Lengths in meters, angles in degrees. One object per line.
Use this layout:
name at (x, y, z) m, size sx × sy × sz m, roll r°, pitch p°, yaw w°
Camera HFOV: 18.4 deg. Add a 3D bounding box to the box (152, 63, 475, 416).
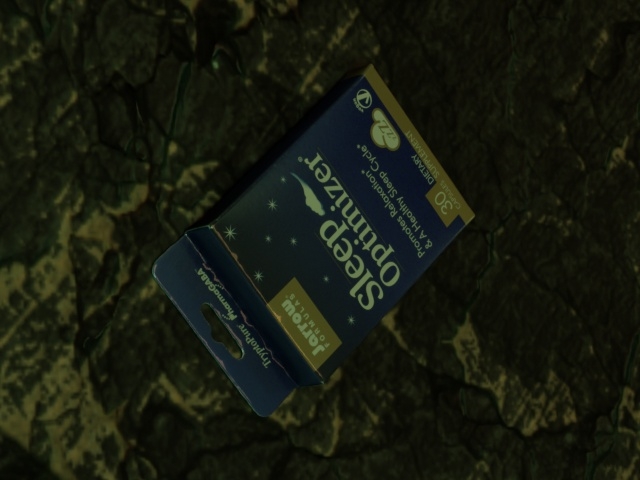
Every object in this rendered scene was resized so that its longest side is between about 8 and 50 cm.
box at (0.000, 0.000, 1.338) m, size 0.225 × 0.036 × 0.136 m, roll -46°, pitch 109°, yaw -31°
